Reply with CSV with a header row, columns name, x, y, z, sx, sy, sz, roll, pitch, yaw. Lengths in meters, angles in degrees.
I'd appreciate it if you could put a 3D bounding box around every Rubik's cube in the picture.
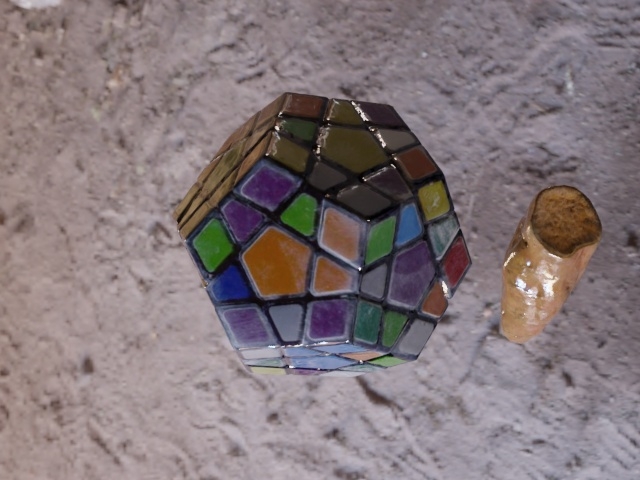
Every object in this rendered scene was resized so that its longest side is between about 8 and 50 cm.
name,x,y,z,sx,sy,sz,roll,pitch,yaw
Rubik's cube,0.000,0.000,0.370,0.093,0.111,0.111,-24,59,-8

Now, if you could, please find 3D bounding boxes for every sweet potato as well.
name,x,y,z,sx,sy,sz,roll,pitch,yaw
sweet potato,0.259,0.042,1.192,0.097,0.097,0.252,54,149,35
